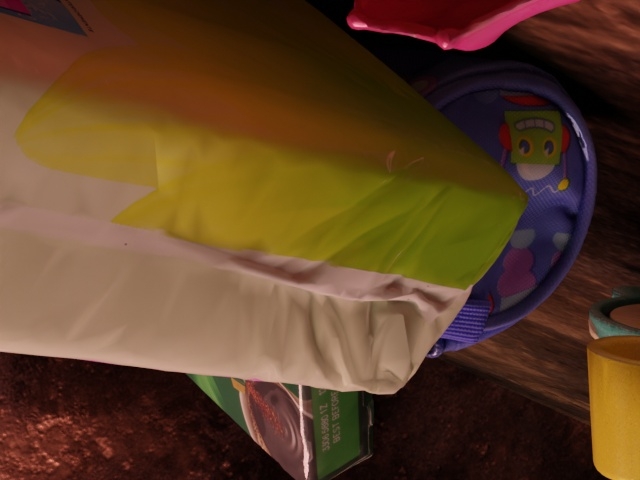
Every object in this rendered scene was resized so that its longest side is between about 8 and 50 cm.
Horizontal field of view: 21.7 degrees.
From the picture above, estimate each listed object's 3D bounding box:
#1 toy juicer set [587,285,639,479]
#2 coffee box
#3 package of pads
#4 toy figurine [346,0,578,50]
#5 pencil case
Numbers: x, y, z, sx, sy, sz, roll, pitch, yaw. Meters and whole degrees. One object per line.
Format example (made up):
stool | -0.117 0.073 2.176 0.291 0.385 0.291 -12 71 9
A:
toy juicer set | 0.247 0.056 0.889 0.209 0.089 0.329 5 -172 9
coffee box | -0.048 0.011 0.710 0.184 0.040 0.113 40 146 38
package of pads | -0.110 -0.060 0.536 0.296 0.101 0.229 13 -156 -43
toy figurine | 0.000 -0.103 0.358 0.159 0.130 0.173 11 152 -13
pencil case | -0.008 -0.030 0.784 0.119 0.133 0.306 20 178 -35
